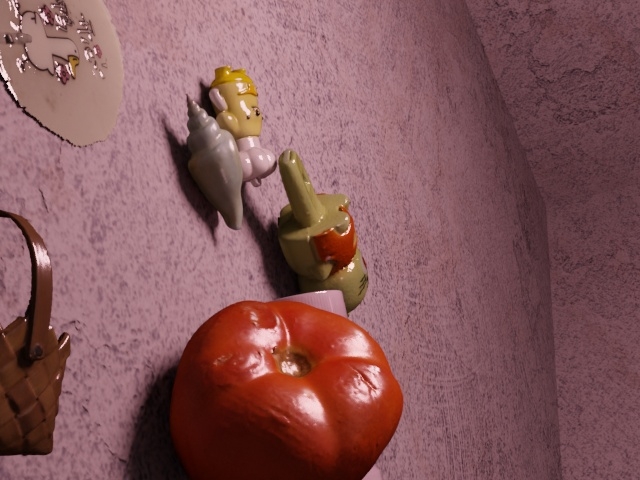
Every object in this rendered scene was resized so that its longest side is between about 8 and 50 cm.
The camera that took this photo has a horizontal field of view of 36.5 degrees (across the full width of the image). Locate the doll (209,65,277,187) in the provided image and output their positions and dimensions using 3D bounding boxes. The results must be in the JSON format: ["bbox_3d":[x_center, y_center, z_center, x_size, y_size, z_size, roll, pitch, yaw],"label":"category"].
[{"bbox_3d":[-0.103,-0.150,1.288,0.106,0.062,0.163,-11,88,-64],"label":"doll"}]

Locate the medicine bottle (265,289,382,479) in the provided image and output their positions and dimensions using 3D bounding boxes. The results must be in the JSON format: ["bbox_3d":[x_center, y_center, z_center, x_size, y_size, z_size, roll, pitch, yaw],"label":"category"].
[{"bbox_3d":[-0.009,0.195,1.207,0.133,0.133,0.250,6,71,-67],"label":"medicine bottle"}]

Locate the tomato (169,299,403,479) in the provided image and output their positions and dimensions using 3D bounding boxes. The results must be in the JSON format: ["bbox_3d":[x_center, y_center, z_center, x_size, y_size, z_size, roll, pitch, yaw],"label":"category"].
[{"bbox_3d":[-0.039,0.181,1.035,0.260,0.259,0.180,-70,175,-55],"label":"tomato"}]

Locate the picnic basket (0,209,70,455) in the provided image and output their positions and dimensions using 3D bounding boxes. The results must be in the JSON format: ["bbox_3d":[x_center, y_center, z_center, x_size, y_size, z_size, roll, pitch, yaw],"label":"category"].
[{"bbox_3d":[-0.250,0.065,0.705,0.138,0.128,0.179,33,57,-62],"label":"picnic basket"}]

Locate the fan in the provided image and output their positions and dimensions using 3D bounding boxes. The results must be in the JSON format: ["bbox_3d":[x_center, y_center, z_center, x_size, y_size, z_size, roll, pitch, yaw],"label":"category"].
[{"bbox_3d":[-0.294,-0.192,0.919,0.414,0.012,0.233,-35,108,-68],"label":"fan"}]

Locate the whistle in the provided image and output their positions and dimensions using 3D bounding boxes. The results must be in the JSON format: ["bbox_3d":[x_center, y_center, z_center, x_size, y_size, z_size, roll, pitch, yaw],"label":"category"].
[{"bbox_3d":[0.000,0.000,1.357,0.131,0.106,0.289,-88,163,-55],"label":"whistle"}]

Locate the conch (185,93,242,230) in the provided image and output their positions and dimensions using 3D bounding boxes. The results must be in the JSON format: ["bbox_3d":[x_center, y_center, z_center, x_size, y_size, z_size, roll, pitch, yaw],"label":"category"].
[{"bbox_3d":[-0.137,-0.097,1.193,0.065,0.088,0.180,-26,114,-24],"label":"conch"}]
